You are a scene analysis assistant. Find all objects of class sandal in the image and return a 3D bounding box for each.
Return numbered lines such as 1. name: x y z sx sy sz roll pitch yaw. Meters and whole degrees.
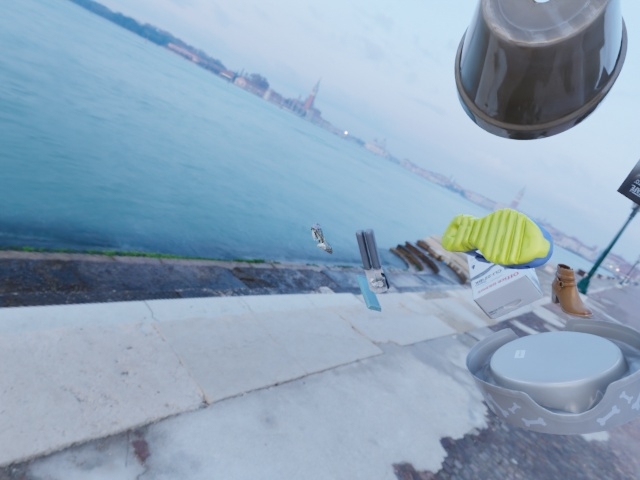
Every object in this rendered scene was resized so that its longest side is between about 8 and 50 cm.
1. sandal: 0.414 0.004 0.918 0.138 0.126 0.317 23 3 -12

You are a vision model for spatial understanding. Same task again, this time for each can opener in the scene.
1. can opener: 0.200 0.078 1.548 0.074 0.280 0.093 -7 26 26

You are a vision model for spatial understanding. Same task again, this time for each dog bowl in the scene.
1. dog bowl: 0.502 0.280 0.861 0.349 0.102 0.349 -17 3 1

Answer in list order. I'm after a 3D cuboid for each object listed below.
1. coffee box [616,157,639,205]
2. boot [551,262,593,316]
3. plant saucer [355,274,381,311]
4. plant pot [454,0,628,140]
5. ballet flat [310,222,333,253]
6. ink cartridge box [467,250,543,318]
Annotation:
1. coffee box: 0.999 -0.217 1.098 0.119 0.297 0.168 11 30 -12
2. boot: 0.902 0.178 1.448 0.073 0.152 0.197 -4 16 -7
3. plant saucer: 0.196 0.210 1.637 0.067 0.018 0.192 18 31 -23
4. plant pot: 0.405 -0.383 0.754 0.323 0.323 0.280 33 11 22
5. ballet flat: 0.000 0.000 1.297 0.114 0.041 0.041 63 12 -8
6. ink cartridge box: 0.656 0.124 1.457 0.114 0.197 0.272 44 32 -16
